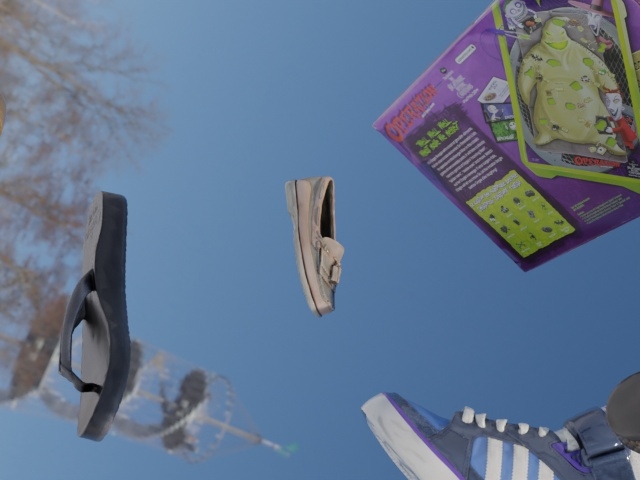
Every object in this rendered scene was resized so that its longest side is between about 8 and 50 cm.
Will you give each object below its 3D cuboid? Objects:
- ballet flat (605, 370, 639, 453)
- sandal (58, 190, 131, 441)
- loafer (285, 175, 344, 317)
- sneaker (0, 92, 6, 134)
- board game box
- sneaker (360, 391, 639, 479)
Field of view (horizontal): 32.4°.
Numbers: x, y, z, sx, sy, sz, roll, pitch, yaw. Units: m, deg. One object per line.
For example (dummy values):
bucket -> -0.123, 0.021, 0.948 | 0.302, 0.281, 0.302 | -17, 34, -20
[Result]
ballet flat -> 0.315, 0.098, 0.738 | 0.250, 0.058, 0.084 | -24, -142, 30
sandal -> -0.212, 0.068, 1.000 | 0.097, 0.054, 0.254 | 125, -34, -44
loafer -> 0.000, 0.000, 0.868 | 0.039, 0.045, 0.125 | -17, -123, 8
sneaker -> -0.293, -0.132, 0.717 | 0.064, 0.192, 0.086 | 127, -26, -44
board game box -> 0.190, -0.100, 0.897 | 0.056, 0.208, 0.347 | -52, -174, -25
sneaker -> 0.230, 0.214, 1.151 | 0.236, 0.323, 0.130 | -45, 164, -10
